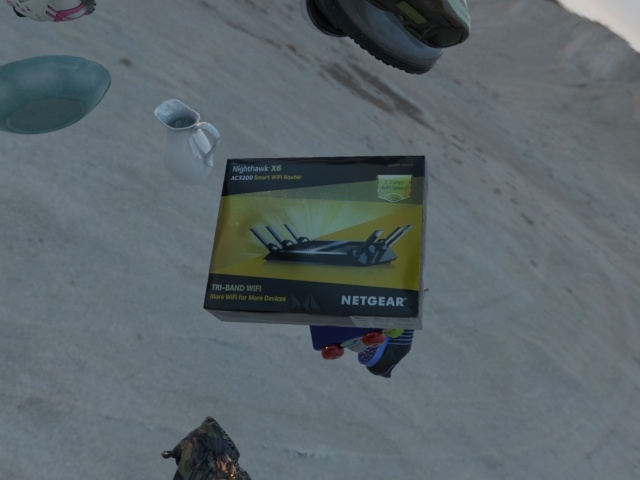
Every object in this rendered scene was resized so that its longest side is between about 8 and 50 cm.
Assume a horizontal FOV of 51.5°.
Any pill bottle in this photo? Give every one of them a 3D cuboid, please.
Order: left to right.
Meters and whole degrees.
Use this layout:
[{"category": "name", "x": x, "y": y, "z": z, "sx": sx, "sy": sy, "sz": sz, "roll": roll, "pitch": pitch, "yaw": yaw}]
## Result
[{"category": "pill bottle", "x": 0.024, "y": -0.446, "z": 1.241, "sx": 0.123, "sy": 0.123, "sz": 0.219, "roll": 30, "pitch": 14, "yaw": -16}]

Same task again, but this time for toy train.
[{"category": "toy train", "x": 0.116, "y": 0.148, "z": 1.224, "sx": 0.143, "sy": 0.248, "sz": 0.105, "roll": 26, "pitch": 48, "yaw": -55}]

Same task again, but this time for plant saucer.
[{"category": "plant saucer", "x": -0.373, "y": -0.183, "z": 0.892, "sx": 0.195, "sy": 0.195, "sz": 0.037, "roll": -6, "pitch": 73, "yaw": -64}]

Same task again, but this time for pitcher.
[{"category": "pitcher", "x": -0.317, "y": -0.230, "z": 1.655, "sx": 0.178, "sy": 0.207, "sz": 0.125, "roll": 27, "pitch": 55, "yaw": 21}]

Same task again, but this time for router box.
[{"category": "router box", "x": 0.000, "y": 0.000, "z": 0.976, "sx": 0.309, "sy": 0.243, "sz": 0.081, "roll": 0, "pitch": -21, "yaw": 13}]

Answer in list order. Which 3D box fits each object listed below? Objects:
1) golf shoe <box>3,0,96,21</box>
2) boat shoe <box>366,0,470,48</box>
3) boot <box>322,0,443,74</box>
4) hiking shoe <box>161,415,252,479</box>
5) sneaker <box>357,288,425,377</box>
[{"category": "golf shoe", "x": -0.277, "y": -0.250, "z": 0.671, "sx": 0.186, "sy": 0.086, "sz": 0.067, "roll": 24, "pitch": -44, "yaw": 68}, {"category": "boat shoe", "x": 0.070, "y": -0.239, "z": 0.571, "sx": 0.068, "sy": 0.072, "sz": 0.190, "roll": -4, "pitch": -17, "yaw": 34}, {"category": "boot", "x": 0.084, "y": -0.381, "z": 0.826, "sx": 0.338, "sy": 0.222, "sz": 0.118, "roll": 37, "pitch": 40, "yaw": -19}, {"category": "hiking shoe", "x": -0.155, "y": 0.361, "z": 0.944, "sx": 0.227, "sy": 0.114, "sz": 0.086, "roll": 46, "pitch": -12, "yaw": 54}, {"category": "sneaker", "x": 0.178, "y": 0.203, "z": 1.512, "sx": 0.090, "sy": 0.232, "sz": 0.081, "roll": 40, "pitch": -9, "yaw": -31}]
